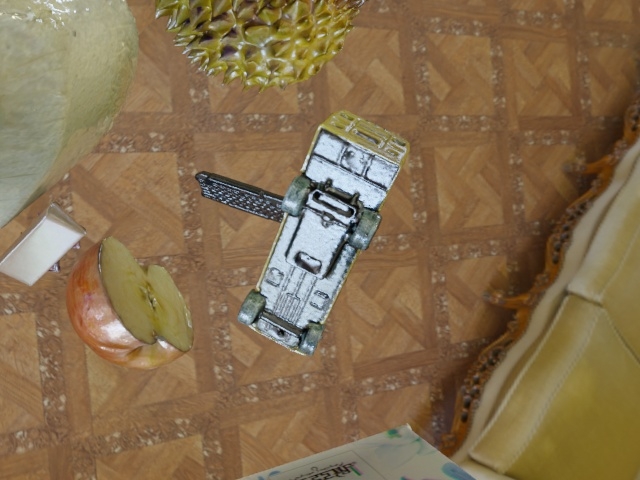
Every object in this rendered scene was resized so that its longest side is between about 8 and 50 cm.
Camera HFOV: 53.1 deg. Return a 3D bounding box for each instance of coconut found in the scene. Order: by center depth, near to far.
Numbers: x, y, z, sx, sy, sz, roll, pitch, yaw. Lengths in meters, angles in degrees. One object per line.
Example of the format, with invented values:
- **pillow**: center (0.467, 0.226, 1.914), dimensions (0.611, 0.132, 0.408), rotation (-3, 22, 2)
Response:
- **coconut**: center (-0.249, -0.134, 0.414), dimensions (0.244, 0.247, 0.245), rotation (1, 120, 1)

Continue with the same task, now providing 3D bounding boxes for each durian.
- **durian**: center (-0.100, -0.260, 0.678), dimensions (0.186, 0.260, 0.154), rotation (34, 72, -40)

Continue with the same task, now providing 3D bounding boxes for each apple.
- **apple**: center (-0.400, 0.149, 1.280), dimensions (0.163, 0.251, 0.293), rotation (-31, 144, 11)

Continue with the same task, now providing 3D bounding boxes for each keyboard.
- **keyboard**: center (-0.063, -0.045, 0.971), dimensions (0.262, 0.106, 0.016), rotation (18, 70, 4)

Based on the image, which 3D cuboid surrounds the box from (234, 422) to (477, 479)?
- **box**: center (0.030, 0.309, 0.639), dimensions (0.274, 0.203, 0.116), rotation (-10, 103, -24)

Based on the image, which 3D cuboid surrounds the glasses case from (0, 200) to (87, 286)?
- **glasses case**: center (-0.499, 0.004, 1.180), dimensions (0.102, 0.193, 0.070), rotation (35, 32, -32)

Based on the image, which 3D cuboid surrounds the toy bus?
- **toy bus**: center (0.000, 0.000, 0.848), dimensions (0.121, 0.336, 0.123), rotation (26, 35, 3)
